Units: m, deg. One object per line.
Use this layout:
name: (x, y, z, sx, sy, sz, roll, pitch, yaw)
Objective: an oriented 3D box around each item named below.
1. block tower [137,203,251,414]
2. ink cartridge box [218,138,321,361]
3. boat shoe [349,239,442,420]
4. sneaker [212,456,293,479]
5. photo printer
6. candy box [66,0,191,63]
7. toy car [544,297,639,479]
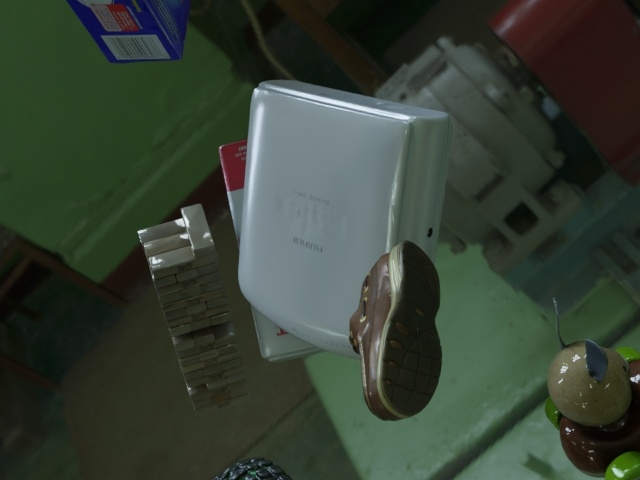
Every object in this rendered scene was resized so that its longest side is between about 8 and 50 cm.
block tower: (-0.176, 0.107, 1.392, 0.097, 0.335, 0.091, -16, 45, -11)
ink cartridge box: (0.000, 0.000, 1.365, 0.226, 0.131, 0.306, -12, 81, 0)
boat shoe: (0.056, 0.076, 0.771, 0.060, 0.064, 0.178, -33, 27, 30)
sneaker: (-0.043, 0.429, 1.210, 0.134, 0.146, 0.344, -25, 59, -8)
photo printer: (0.019, -0.018, 1.152, 0.256, 0.107, 0.308, 20, 112, 37)
candy box: (-0.251, -0.439, 1.283, 0.122, 0.268, 0.317, 2, 68, 13)
toy car: (0.290, 0.140, 0.988, 0.149, 0.188, 0.155, -34, 29, -1)
